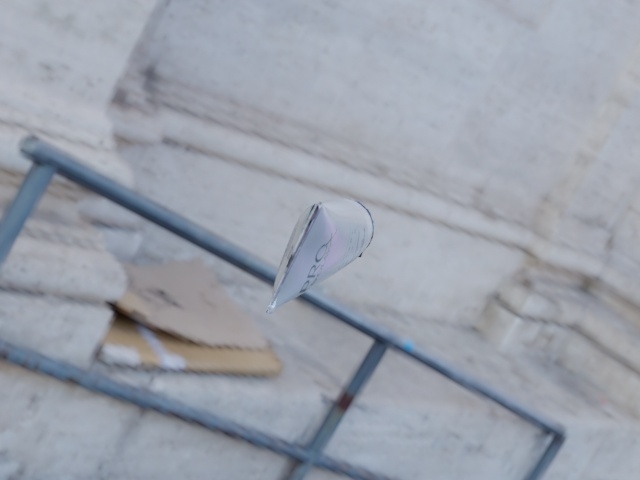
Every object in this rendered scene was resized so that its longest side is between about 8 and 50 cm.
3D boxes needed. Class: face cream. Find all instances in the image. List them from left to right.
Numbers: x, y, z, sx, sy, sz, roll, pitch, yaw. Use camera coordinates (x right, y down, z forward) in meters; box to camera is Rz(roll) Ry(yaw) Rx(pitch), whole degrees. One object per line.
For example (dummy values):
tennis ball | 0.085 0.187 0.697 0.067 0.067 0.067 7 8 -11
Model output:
face cream | 0.000 0.000 1.117 0.058 0.092 0.243 25 10 7
